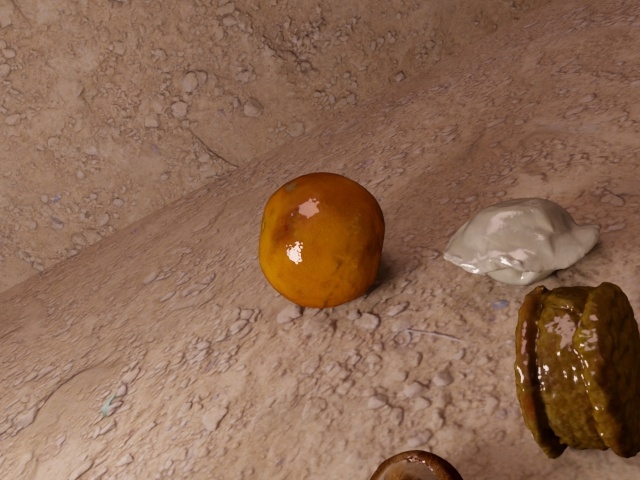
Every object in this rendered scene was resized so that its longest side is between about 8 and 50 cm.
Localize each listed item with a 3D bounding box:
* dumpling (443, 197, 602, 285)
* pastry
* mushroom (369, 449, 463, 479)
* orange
[{"bbox_3d":[0.322,0.002,0.864,0.250,0.132,0.162,-11,16,-3],"label":"dumpling"},{"bbox_3d":[0.283,0.137,0.585,0.103,0.188,0.188,-11,29,37],"label":"pastry"},{"bbox_3d":[0.100,0.282,0.581,0.127,0.087,0.127,-24,27,13],"label":"mushroom"},{"bbox_3d":[0.000,0.000,1.026,0.261,0.261,0.261,-22,25,11],"label":"orange"}]
